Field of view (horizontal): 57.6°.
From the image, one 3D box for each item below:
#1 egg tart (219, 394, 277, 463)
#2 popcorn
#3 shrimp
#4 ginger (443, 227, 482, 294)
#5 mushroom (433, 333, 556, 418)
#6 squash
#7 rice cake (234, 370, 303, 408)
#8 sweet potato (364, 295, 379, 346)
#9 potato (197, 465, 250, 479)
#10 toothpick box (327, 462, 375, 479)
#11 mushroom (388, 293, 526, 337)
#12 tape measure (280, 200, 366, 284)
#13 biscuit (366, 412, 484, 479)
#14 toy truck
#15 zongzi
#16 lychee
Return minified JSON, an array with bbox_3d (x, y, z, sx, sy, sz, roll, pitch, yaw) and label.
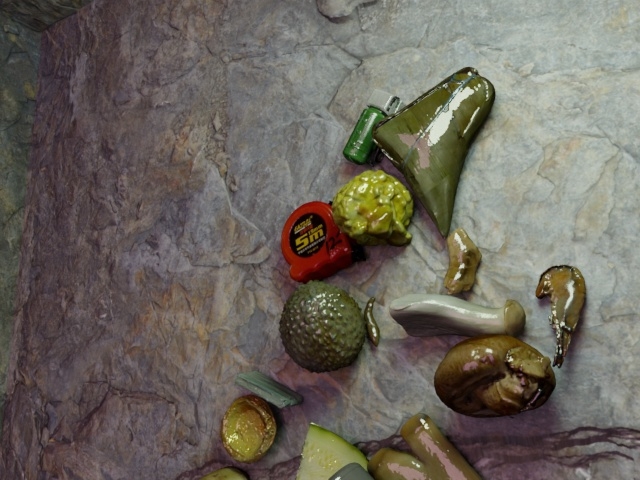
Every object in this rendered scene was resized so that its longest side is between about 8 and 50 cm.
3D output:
[{"bbox_3d":[-0.216,0.588,1.820,0.212,0.090,0.213,-11,71,33],"label":"egg tart"},{"bbox_3d":[0.163,-0.077,1.671,0.206,0.237,0.251,-40,90,33],"label":"popcorn"},{"bbox_3d":[0.579,0.185,1.426,0.117,0.066,0.262,2,64,48],"label":"shrimp"},{"bbox_3d":[0.380,0.059,1.576,0.095,0.069,0.190,15,78,-9],"label":"ginger"},{"bbox_3d":[0.420,0.321,1.380,0.283,0.263,0.195,-25,39,60],"label":"mushroom"},{"bbox_3d":[0.056,0.648,1.593,0.155,0.204,0.237,-6,63,50],"label":"squash"},{"bbox_3d":[-0.159,0.463,1.803,0.211,0.124,0.038,17,93,30],"label":"rice cake"},{"bbox_3d":[0.149,0.239,1.706,0.041,0.038,0.153,-8,63,6],"label":"sweet potato"},{"bbox_3d":[-0.347,0.842,1.768,0.285,0.242,0.242,-47,58,11],"label":"potato"},{"bbox_3d":[0.128,0.716,1.407,0.316,0.229,0.229,39,100,28],"label":"toothpick box"},{"bbox_3d":[0.356,0.201,1.510,0.328,0.159,0.122,1,89,29],"label":"mushroom"},{"bbox_3d":[0.000,0.000,1.820,0.253,0.114,0.261,-30,60,24],"label":"tape measure"},{"bbox_3d":[0.276,0.624,1.502,0.237,0.062,0.291,-48,62,13],"label":"biscuit"},{"bbox_3d":[0.160,-0.344,1.797,0.101,0.125,0.243,30,93,36],"label":"toy truck"},{"bbox_3d":[0.380,-0.255,1.617,0.356,0.174,0.393,-35,71,14],"label":"zongzi"},{"bbox_3d":[0.004,0.248,1.675,0.255,0.274,0.255,-6,51,7],"label":"lychee"}]
